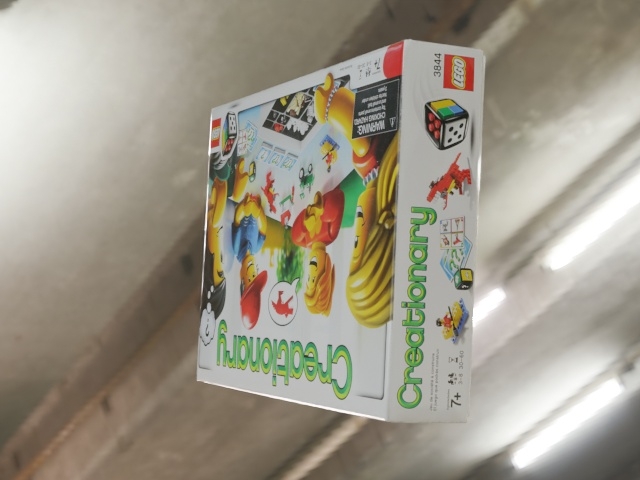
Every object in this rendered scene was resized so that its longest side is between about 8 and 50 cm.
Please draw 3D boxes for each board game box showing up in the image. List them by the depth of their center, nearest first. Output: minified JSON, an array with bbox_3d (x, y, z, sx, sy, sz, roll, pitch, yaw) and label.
[{"bbox_3d":[0.000,0.000,0.831,0.053,0.193,0.305,4,-4,-23],"label":"board game box"}]
